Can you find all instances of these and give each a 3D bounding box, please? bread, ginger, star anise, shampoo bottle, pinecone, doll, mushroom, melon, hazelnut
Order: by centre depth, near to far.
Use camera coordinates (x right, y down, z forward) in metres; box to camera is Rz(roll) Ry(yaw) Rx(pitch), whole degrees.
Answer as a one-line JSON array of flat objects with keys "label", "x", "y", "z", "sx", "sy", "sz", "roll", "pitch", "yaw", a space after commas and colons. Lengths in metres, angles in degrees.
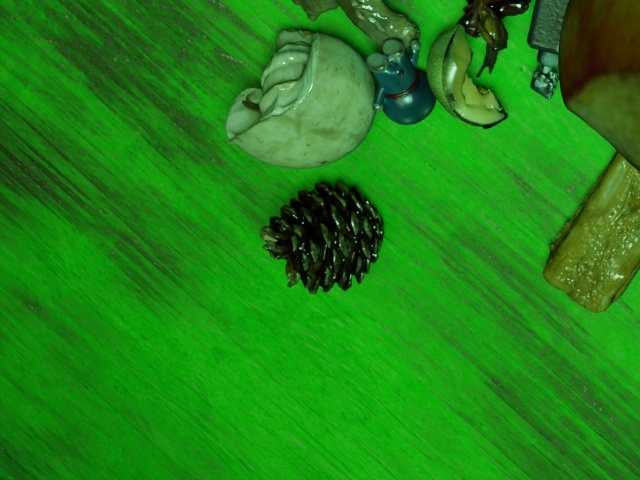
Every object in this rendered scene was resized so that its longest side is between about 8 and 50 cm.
[{"label": "hazelnut", "x": 0.464, "y": -0.227, "z": 1.201, "sx": 0.366, "sy": 0.366, "sz": 0.365, "roll": 16, "pitch": 124, "yaw": 25}, {"label": "shampoo bottle", "x": 0.325, "y": -0.339, "z": 1.366, "sx": 0.071, "sy": 0.098, "sz": 0.309, "roll": 20, "pitch": 126, "yaw": 17}, {"label": "star anise", "x": 0.256, "y": -0.299, "z": 1.459, "sx": 0.141, "sy": 0.158, "sz": 0.144, "roll": 4, "pitch": 152, "yaw": 42}, {"label": "bread", "x": 0.429, "y": -0.023, "z": 1.498, "sx": 0.139, "sy": 0.077, "sz": 0.271, "roll": 36, "pitch": 129, "yaw": 15}, {"label": "melon", "x": 0.193, "y": -0.227, "z": 1.503, "sx": 0.160, "sy": 0.079, "sz": 0.128, "roll": 53, "pitch": 172, "yaw": -27}, {"label": "doll", "x": 0.123, "y": -0.231, "z": 1.554, "sx": 0.085, "sy": 0.114, "sz": 0.152, "roll": 49, "pitch": 179, "yaw": 45}, {"label": "ginger", "x": 0.019, "y": -0.371, "z": 1.557, "sx": 0.290, "sy": 0.084, "sz": 0.122, "roll": 32, "pitch": 123, "yaw": 13}, {"label": "mushroom", "x": -0.013, "y": -0.216, "z": 1.628, "sx": 0.254, "sy": 0.195, "sz": 0.189, "roll": -27, "pitch": 133, "yaw": 37}, {"label": "pinecone", "x": 0.005, "y": 0.003, "z": 1.710, "sx": 0.184, "sy": 0.204, "sz": 0.179, "roll": 54, "pitch": 150, "yaw": -4}]
